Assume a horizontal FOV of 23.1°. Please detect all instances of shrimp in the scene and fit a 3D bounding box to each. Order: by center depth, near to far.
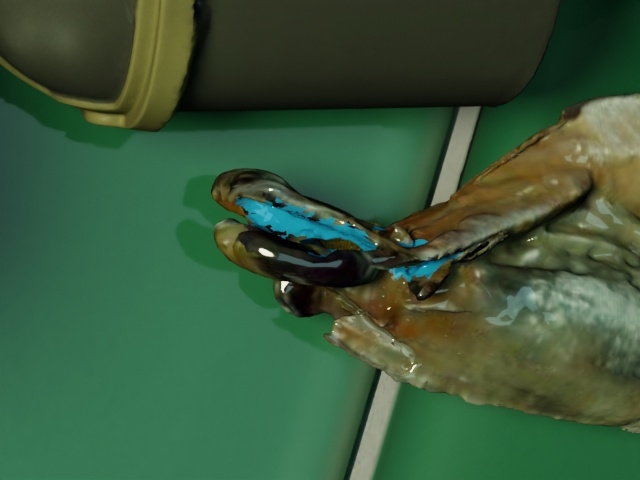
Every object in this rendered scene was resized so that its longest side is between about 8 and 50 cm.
[{"bbox_3d":[0.150,0.008,0.982,0.446,0.110,0.221,6,88,-23],"label":"shrimp"}]

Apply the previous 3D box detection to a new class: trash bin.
[{"bbox_3d":[-0.046,-0.165,0.890,0.334,0.214,0.214,3,90,-17],"label":"trash bin"}]

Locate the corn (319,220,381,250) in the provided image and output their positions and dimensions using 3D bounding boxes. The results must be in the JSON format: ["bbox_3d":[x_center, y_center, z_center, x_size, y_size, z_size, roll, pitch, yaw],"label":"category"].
[{"bbox_3d":[0.000,0.000,0.994,0.083,0.028,0.027,0,87,-17],"label":"corn"}]
